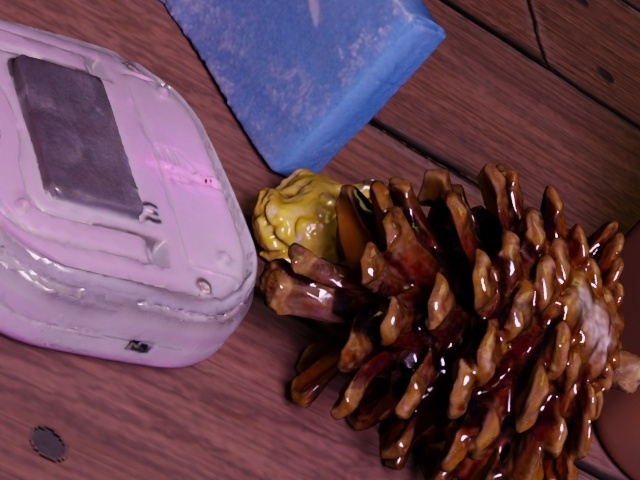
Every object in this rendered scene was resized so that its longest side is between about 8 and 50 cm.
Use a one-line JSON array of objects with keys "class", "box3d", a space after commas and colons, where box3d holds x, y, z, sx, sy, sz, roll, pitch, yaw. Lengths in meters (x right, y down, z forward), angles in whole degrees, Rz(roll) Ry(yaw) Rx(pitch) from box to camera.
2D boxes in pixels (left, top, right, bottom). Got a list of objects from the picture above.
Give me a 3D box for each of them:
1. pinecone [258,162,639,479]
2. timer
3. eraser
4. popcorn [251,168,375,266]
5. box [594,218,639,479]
[{"class": "pinecone", "box3d": [0.072, 0.044, 1.058, 0.212, 0.168, 0.185, 32, 35, -24]}, {"class": "timer", "box3d": [-0.129, -0.030, 1.009, 0.191, 0.069, 0.208, 13, 41, -40]}, {"class": "eraser", "box3d": [-0.047, -0.199, 1.272, 0.043, 0.144, 0.312, 9, 42, -50]}, {"class": "popcorn", "box3d": [0.000, 0.000, 1.157, 0.084, 0.084, 0.084, 32, 29, -21]}, {"class": "box", "box3d": [0.369, 0.090, 1.320, 0.339, 0.229, 0.239, 32, 29, -19]}]
